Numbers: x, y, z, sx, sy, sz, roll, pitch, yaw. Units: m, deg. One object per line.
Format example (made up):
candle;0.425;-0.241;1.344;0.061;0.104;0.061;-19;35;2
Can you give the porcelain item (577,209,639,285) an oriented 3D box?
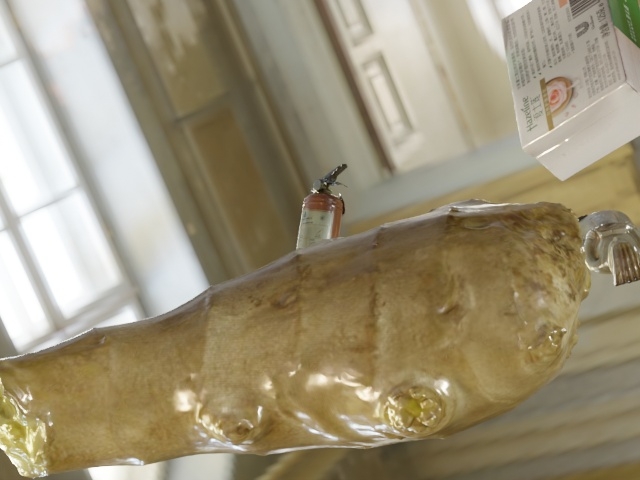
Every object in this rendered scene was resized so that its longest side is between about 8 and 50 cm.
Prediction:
porcelain item;0.336;0.007;1.897;0.084;0.054;0.213;-15;-171;6

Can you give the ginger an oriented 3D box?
ginger;-0.020;0.044;1.039;0.375;0.166;0.236;3;-139;7

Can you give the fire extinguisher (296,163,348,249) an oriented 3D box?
fire extinguisher;0.000;0.000;1.878;0.050;0.177;0.062;20;162;-37

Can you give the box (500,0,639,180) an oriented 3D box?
box;0.271;-0.180;1.726;0.135;0.081;0.199;-32;-139;31
